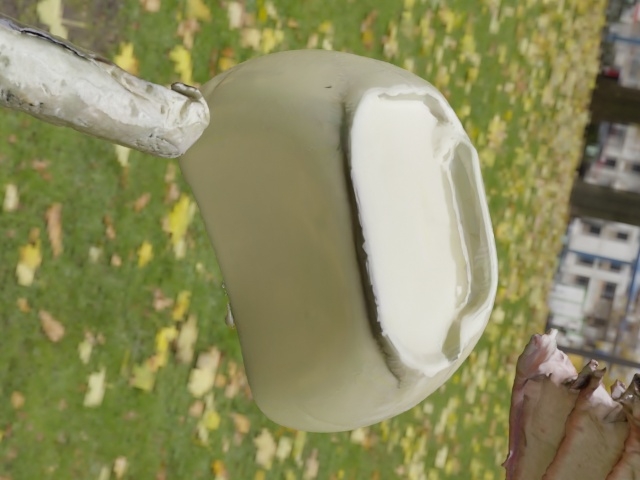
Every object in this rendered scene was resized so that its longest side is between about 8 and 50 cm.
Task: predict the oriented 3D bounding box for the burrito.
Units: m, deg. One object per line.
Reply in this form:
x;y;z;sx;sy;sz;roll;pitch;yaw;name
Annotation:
-0.122;-0.070;0.482;0.051;0.171;0.042;-6;-113;59;burrito

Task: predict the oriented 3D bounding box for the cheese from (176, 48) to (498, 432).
0.000;0.000;0.853;0.127;0.233;0.266;-13;90;-44;cheese

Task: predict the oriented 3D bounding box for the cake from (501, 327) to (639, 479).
0.130;0.138;0.524;0.098;0.135;0.287;55;-5;42;cake
